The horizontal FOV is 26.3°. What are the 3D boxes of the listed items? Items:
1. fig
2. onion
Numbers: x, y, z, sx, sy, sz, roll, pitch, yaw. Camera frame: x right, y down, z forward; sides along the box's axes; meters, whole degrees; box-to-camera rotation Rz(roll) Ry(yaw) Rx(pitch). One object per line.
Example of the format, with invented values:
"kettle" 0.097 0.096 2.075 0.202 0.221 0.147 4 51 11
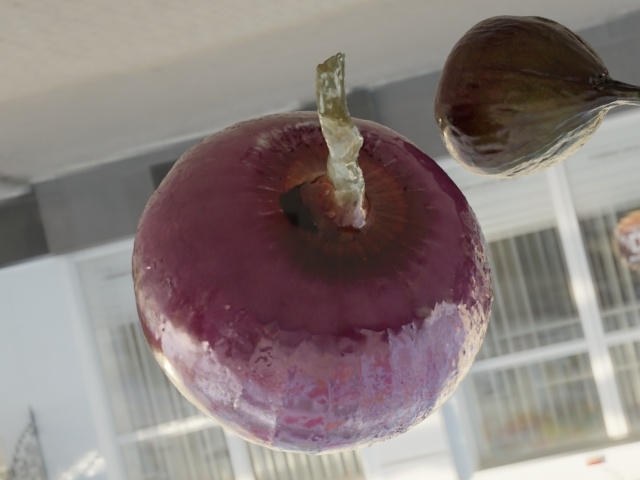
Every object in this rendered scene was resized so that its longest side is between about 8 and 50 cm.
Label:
"fig" 0.265 -0.169 1.475 0.290 0.191 0.190 -16 179 23
"onion" -0.005 0.032 1.333 0.358 0.358 0.345 -13 172 -5
